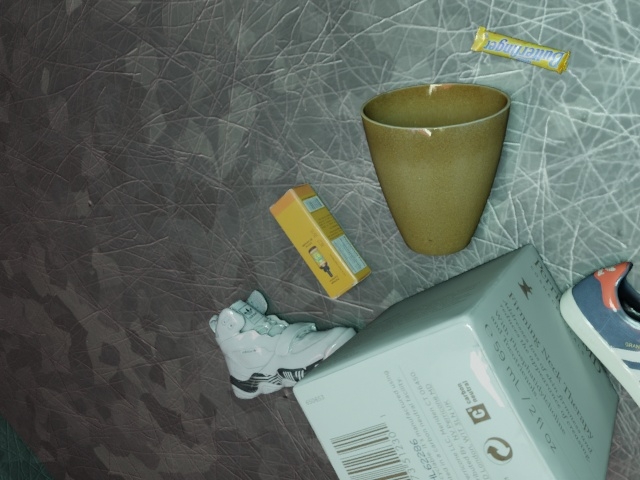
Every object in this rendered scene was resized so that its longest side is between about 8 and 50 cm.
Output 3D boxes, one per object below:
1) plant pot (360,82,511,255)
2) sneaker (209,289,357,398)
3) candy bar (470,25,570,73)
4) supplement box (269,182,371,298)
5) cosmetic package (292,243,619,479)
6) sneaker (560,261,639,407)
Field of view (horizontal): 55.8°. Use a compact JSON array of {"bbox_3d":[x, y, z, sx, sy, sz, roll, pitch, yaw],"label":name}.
[{"bbox_3d":[0.195,-0.112,1.030,0.237,0.237,0.254,10,124,28],"label":"plant pot"},{"bbox_3d":[-0.099,0.208,1.319,0.366,0.137,0.210,-27,92,36],"label":"sneaker"},{"bbox_3d":[0.330,-0.313,0.996,0.161,0.018,0.040,25,115,23],"label":"candy bar"},{"bbox_3d":[0.000,0.000,1.241,0.078,0.080,0.233,-38,82,33],"label":"supplement box"},{"bbox_3d":[0.237,0.252,0.985,0.327,0.393,0.329,-30,88,33],"label":"cosmetic package"},{"bbox_3d":[0.547,0.183,0.942,0.350,0.131,0.148,48,126,10],"label":"sneaker"}]
